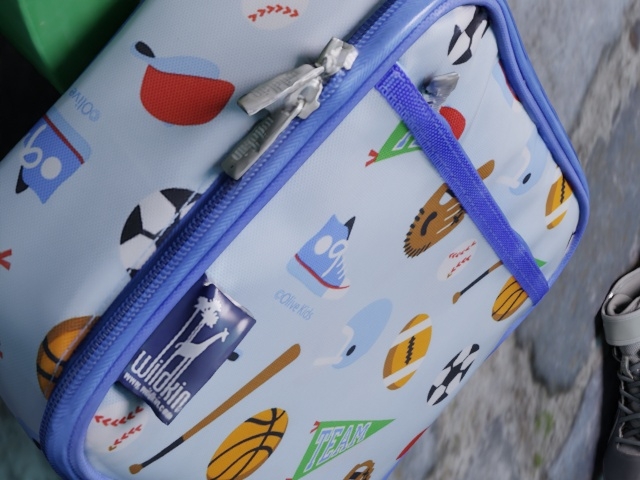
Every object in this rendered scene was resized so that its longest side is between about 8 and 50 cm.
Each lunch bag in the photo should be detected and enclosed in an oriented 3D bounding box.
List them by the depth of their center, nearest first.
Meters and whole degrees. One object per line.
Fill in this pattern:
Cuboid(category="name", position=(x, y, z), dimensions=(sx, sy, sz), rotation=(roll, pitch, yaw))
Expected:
Cuboid(category="lunch bag", position=(0.000, 0.000, 0.537), dimensions=(0.243, 0.115, 0.303), rotation=(-47, 154, -1))

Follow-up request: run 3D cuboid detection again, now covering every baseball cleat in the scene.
Cuboid(category="baseball cleat", position=(0.237, 0.105, 0.984), dimensions=(0.109, 0.072, 0.206), rotation=(29, 71, -35))

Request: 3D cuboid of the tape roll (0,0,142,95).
Cuboid(category="tape roll", position=(0.000, -0.183, 0.501), dimensions=(0.321, 0.077, 0.321), rotation=(-33, 148, -23))
